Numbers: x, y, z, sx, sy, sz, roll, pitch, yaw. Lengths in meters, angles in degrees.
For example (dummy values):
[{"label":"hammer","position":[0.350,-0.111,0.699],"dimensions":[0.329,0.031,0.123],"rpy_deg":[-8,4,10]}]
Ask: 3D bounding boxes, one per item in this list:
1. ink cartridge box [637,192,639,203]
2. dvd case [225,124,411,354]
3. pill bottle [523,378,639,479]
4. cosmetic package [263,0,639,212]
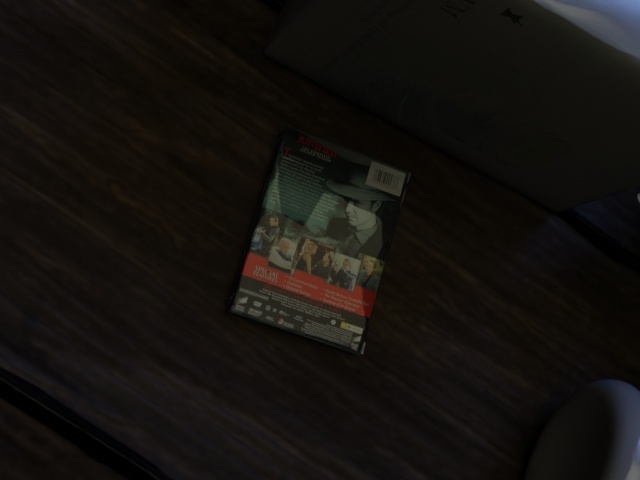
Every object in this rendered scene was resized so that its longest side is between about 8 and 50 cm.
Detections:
[{"label":"ink cartridge box","position":[0.309,0.005,0.839],"dimensions":[0.255,0.097,0.188],"rpy_deg":[-27,91,-23]},{"label":"dvd case","position":[0.000,0.000,0.788],"dimensions":[0.087,0.013,0.119],"rpy_deg":[19,78,-16]},{"label":"pill bottle","position":[0.238,0.174,0.789],"dimensions":[0.215,0.117,0.117],"rpy_deg":[25,75,-14]},{"label":"cosmetic package","position":[0.118,-0.136,0.734],"dimensions":[0.225,0.224,0.138],"rpy_deg":[26,75,-13]}]
